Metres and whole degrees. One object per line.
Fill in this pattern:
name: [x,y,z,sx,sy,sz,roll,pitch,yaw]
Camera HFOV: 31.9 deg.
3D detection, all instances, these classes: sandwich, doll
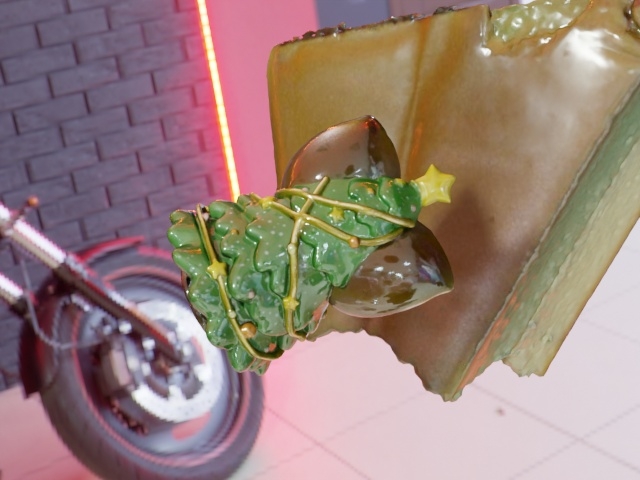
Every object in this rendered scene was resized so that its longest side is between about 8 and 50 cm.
sandwich: [0.090,-0.019,0.551,0.220,0.186,0.108,-4,1,36]
doll: [-0.007,0.001,0.426,0.113,0.078,0.076,-30,-14,27]
